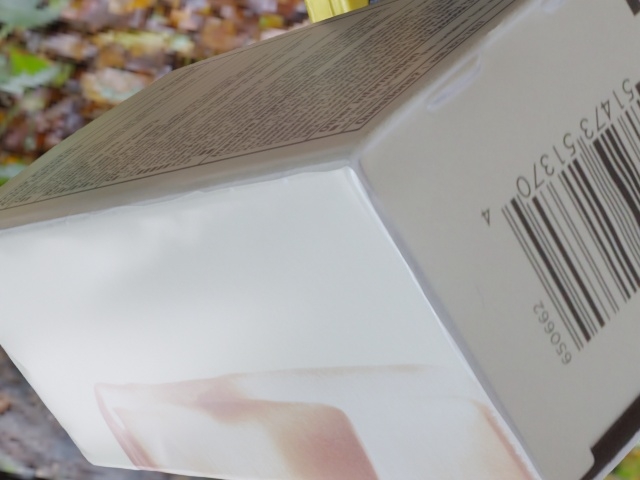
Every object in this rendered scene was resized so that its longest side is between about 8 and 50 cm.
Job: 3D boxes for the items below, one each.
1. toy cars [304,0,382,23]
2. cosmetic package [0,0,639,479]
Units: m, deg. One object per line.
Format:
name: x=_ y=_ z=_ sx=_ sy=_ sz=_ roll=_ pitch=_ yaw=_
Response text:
toy cars: x=-0.002 y=-0.113 z=0.916 sx=0.087 sy=0.394 sz=0.176 roll=7 pitch=-169 yaw=18
cosmetic package: x=0.000 y=0.000 z=0.552 sx=0.296 sy=0.153 sz=0.129 roll=-5 pitch=120 yaw=56
